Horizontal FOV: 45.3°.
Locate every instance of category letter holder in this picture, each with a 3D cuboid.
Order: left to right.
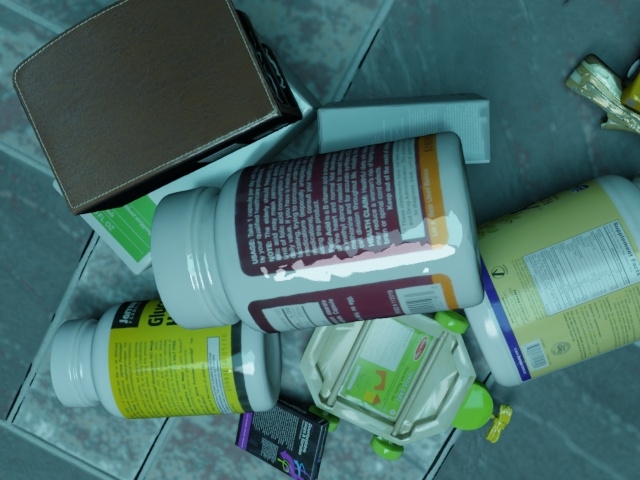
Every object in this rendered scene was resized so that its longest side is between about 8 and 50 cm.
[{"bbox_3d":[-0.212,-0.194,1.006,0.302,0.152,0.214,-24,93,11],"label":"letter holder"}]

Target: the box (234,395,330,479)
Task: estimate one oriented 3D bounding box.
[{"bbox_3d":[-0.066,0.321,1.275,0.162,0.029,0.116,21,109,31],"label":"box"}]

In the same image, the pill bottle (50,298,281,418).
[{"bbox_3d":[-0.239,0.185,1.220,0.334,0.188,0.187,-5,101,6],"label":"pill bottle"}]

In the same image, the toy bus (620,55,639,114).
[{"bbox_3d":[0.544,-0.320,1.054,0.108,0.130,0.332,27,86,-2],"label":"toy bus"}]

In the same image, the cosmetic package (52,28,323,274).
[{"bbox_3d":[-0.193,-0.146,1.165,0.365,0.155,0.197,-43,92,13],"label":"cosmetic package"}]

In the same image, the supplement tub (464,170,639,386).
[{"bbox_3d":[0.369,0.048,1.109,0.332,0.241,0.240,-23,99,9],"label":"supplement tub"}]

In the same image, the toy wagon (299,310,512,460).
[{"bbox_3d":[0.143,0.226,1.256,0.345,0.068,0.267,24,103,-1],"label":"toy wagon"}]

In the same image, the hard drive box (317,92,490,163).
[{"bbox_3d":[0.120,-0.161,1.119,0.232,0.181,0.089,-2,103,6],"label":"hard drive box"}]

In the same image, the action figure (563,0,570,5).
[{"bbox_3d":[0.343,-0.457,1.042,0.164,0.141,0.275,-19,113,6],"label":"action figure"}]

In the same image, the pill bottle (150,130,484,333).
[{"bbox_3d":[0.000,0.000,0.994,0.393,0.224,0.223,-8,101,13],"label":"pill bottle"}]

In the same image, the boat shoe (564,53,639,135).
[{"bbox_3d":[0.448,-0.192,1.149,0.190,0.068,0.072,44,115,5],"label":"boat shoe"}]
